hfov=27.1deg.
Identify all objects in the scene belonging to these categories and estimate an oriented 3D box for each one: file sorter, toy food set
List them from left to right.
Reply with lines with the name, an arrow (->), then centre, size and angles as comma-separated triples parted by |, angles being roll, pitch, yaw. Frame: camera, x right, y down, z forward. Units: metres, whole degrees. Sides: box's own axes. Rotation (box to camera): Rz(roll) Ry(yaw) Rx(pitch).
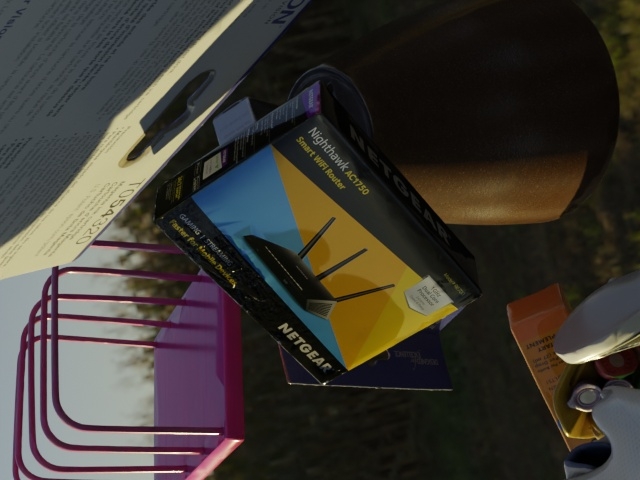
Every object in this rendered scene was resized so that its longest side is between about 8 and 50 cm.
file sorter -> -0.205, 0.141, 1.341 | 0.290, 0.182, 0.202 | 129, 141, -58
toy food set -> 0.353, 0.148, 1.514 | 0.071, 0.128, 0.218 | 47, 121, 55

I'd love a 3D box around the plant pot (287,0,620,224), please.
plant pot -> 0.091, -0.100, 1.101 | 0.215, 0.230, 0.215 | 18, 115, 47

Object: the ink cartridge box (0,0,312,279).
ink cartridge box -> -0.172, -0.079, 0.713 | 0.071, 0.324, 0.330 | 52, -151, 11

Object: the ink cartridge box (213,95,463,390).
ink cartridge box -> 0.040, 0.009, 1.464 | 0.304, 0.072, 0.307 | 9, -125, -51

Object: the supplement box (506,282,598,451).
supplement box -> 0.316, 0.176, 1.669 | 0.233, 0.078, 0.080 | 61, -167, -18

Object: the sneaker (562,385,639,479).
sneaker -> 0.254, 0.226, 1.083 | 0.111, 0.129, 0.297 | -50, -24, -51

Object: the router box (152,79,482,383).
router box -> 0.000, 0.000, 0.858 | 0.179, 0.133, 0.046 | 46, -157, -30

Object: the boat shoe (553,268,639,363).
boat shoe -> 0.313, 0.061, 1.190 | 0.070, 0.219, 0.078 | 46, -152, -20
